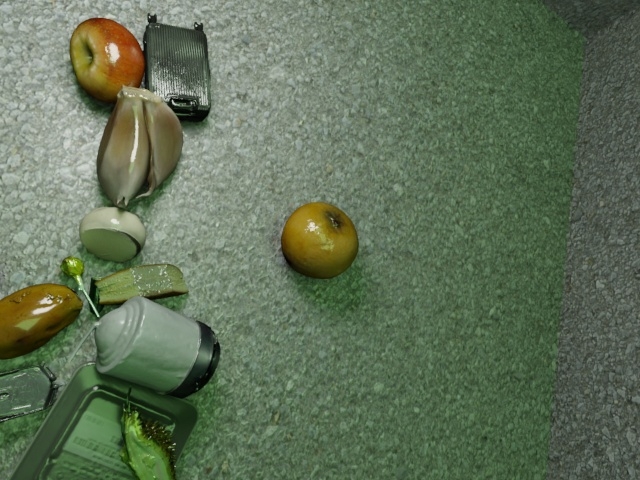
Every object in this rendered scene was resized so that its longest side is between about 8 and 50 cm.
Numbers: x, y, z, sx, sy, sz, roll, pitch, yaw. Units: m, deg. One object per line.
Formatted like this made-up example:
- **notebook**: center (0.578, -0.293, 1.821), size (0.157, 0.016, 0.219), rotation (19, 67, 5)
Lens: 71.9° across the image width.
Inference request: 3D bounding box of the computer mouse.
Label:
- **computer mouse**: center (-0.788, 0.393, 1.114), size (0.231, 0.071, 0.126), rotation (-10, 72, -38)

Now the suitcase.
- **suitcase**: center (-0.454, -0.537, 1.398), size (0.202, 0.128, 0.312), rotation (-3, 83, -27)

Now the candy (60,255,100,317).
- **candy**: center (-0.650, 0.128, 1.209), size (0.058, 0.062, 0.194), rotation (-36, 79, 14)

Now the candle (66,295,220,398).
- **candle**: center (-0.453, 0.276, 1.177), size (0.342, 0.221, 0.221), rotation (39, 65, -38)

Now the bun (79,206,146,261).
- **bun**: center (-0.576, -0.031, 1.240), size (0.172, 0.173, 0.120), rotation (20, 49, -23)

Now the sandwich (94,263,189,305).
- **sandwich**: center (-0.497, 0.125, 1.270), size (0.258, 0.096, 0.094), rotation (-8, 74, -41)

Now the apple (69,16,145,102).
- **apple**: center (-0.609, -0.517, 1.282), size (0.173, 0.210, 0.235), rotation (-11, 99, -59)

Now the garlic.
- **garlic**: center (-0.506, -0.234, 1.272), size (0.231, 0.245, 0.340), rotation (9, 72, -41)

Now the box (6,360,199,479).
- **box**: center (-0.566, 0.559, 1.187), size (0.367, 0.090, 0.373), rotation (32, 68, -19)

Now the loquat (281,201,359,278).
- **loquat**: center (0.000, 0.000, 1.475), size (0.263, 0.263, 0.263), rotation (5, 80, -26)

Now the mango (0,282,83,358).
- **mango**: center (-0.744, 0.207, 1.135), size (0.248, 0.151, 0.156), rotation (-30, 127, -34)

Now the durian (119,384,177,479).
- **durian**: center (-0.440, 0.552, 1.144), size (0.132, 0.106, 0.375), rotation (-27, 96, -27)

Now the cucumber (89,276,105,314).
- **cucumber**: center (-0.627, 0.156, 1.245), size (0.048, 0.048, 0.105), rotation (6, 83, -26)
